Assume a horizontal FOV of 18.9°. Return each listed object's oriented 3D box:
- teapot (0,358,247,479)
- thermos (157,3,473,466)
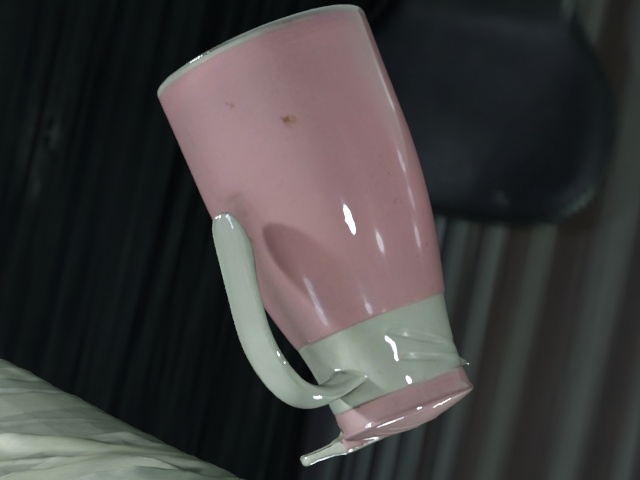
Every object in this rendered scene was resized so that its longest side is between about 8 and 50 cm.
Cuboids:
[{"bbox_3d":[-0.066,0.076,0.368,0.107,0.077,0.200,-8,-171,-27],"label":"teapot"},{"bbox_3d":[0.000,0.000,1.227,0.176,0.265,0.146,-13,169,-45],"label":"thermos"}]
